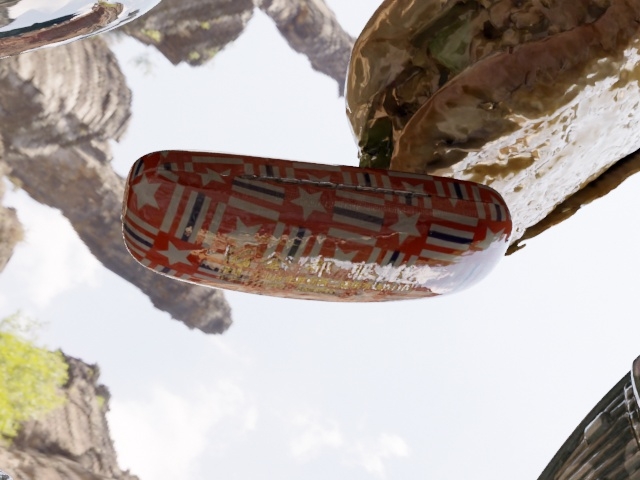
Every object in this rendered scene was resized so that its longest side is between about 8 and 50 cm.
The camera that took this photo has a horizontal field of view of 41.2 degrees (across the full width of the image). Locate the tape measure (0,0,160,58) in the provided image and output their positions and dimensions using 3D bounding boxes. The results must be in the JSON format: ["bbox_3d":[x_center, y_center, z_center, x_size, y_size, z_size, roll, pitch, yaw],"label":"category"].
[{"bbox_3d":[-0.203,-0.192,0.486,0.274,0.256,0.147,-10,-85,19],"label":"tape measure"}]

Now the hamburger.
[{"bbox_3d":[0.136,-0.094,0.552,0.243,0.286,0.146,-8,-123,-25],"label":"hamburger"}]

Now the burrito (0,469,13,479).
[{"bbox_3d":[-0.147,0.198,0.408,0.064,0.203,0.064,-5,-158,2],"label":"burrito"}]

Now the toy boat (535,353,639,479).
[{"bbox_3d":[0.157,0.046,0.321,0.261,0.085,0.078,-54,-166,29],"label":"toy boat"}]

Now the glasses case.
[{"bbox_3d":[0.000,0.000,0.423,0.194,0.073,0.049,5,-134,-14],"label":"glasses case"}]
